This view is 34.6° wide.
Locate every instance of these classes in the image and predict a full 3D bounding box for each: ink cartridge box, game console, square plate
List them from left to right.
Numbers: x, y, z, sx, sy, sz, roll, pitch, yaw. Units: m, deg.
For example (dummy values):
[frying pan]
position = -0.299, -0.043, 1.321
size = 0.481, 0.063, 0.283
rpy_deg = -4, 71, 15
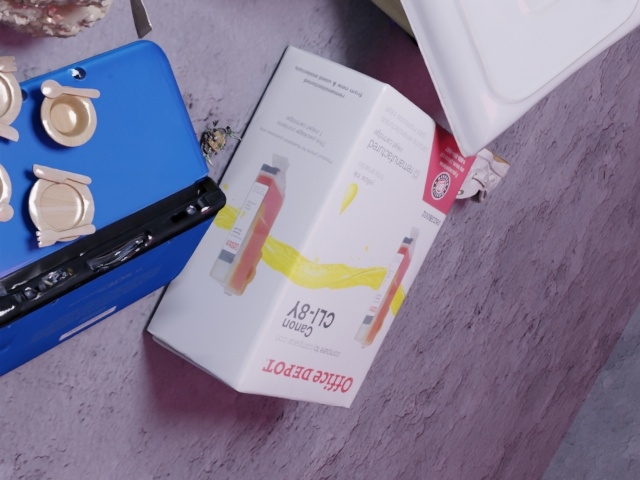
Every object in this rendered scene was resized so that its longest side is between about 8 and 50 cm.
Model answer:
[game console]
position = -0.259, -0.025, 1.023
size = 0.293, 0.173, 0.250
rpy_deg = -30, 167, -39
[ink cartridge box]
position = 0.000, 0.000, 1.273
size = 0.279, 0.160, 0.385
rpy_deg = 24, 94, -57
[square plate]
position = 0.242, -0.323, 1.180
size = 0.347, 0.049, 0.344
rpy_deg = -38, 121, -18

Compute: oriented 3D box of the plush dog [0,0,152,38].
[plush dog]
position = -0.259, -0.230, 0.750
size = 0.225, 0.210, 0.262
rpy_deg = -17, 131, -19

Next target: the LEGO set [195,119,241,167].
[LEGO set]
position = -0.129, -0.112, 1.148
size = 0.083, 0.023, 0.054
rpy_deg = 11, 103, -43

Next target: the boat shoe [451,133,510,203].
[boat shoe]
position = 0.205, -0.103, 1.539
size = 0.277, 0.098, 0.096
rpy_deg = 15, 100, -58

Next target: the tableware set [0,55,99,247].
[tableware set]
position = -0.260, -0.079, 0.909
size = 0.141, 0.020, 0.169
rpy_deg = 6, 81, -40

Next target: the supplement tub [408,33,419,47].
[supplement tub]
position = 0.207, -0.330, 1.357
size = 0.198, 0.106, 0.106
rpy_deg = -56, 147, -1

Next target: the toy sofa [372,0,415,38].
[toy sofa]
position = 0.177, -0.430, 1.244
size = 0.150, 0.177, 0.363
rpy_deg = 33, 86, -35
